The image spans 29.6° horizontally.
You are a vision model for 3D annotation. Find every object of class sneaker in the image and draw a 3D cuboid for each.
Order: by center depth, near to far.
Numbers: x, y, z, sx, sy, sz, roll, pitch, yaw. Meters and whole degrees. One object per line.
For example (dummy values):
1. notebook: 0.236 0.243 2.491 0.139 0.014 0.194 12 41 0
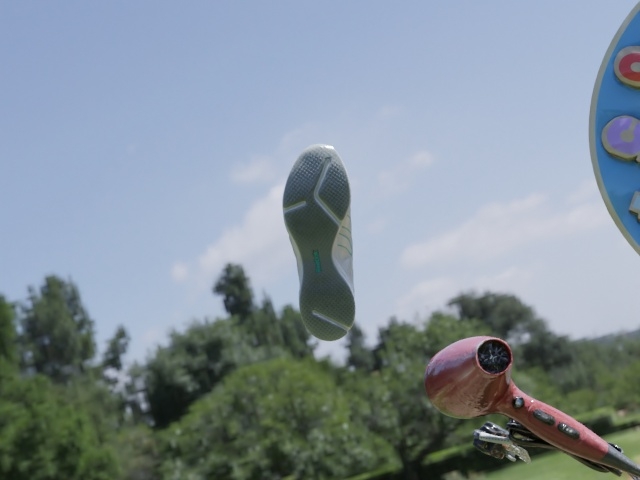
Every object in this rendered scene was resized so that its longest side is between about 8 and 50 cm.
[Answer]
1. sneaker: 0.000 0.000 0.954 0.053 0.152 0.061 -3 5 4

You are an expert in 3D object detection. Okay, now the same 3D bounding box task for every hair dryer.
1. hair dryer: 0.215 0.166 1.255 0.223 0.080 0.293 5 -25 37

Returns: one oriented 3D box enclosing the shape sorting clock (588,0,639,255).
1. shape sorting clock: 0.240 -0.062 0.619 0.206 0.206 0.040 -19 -12 16
